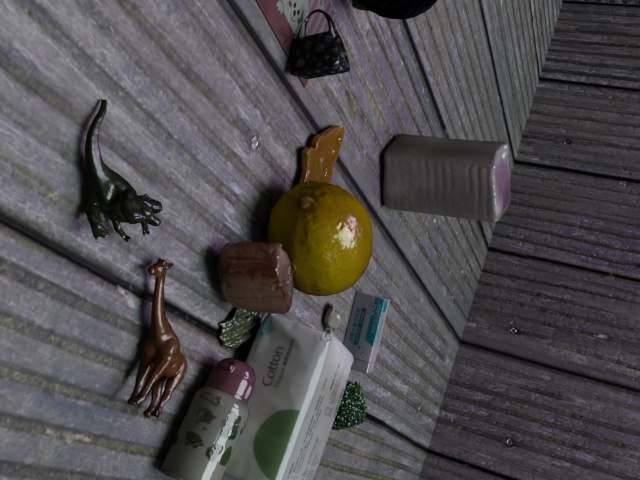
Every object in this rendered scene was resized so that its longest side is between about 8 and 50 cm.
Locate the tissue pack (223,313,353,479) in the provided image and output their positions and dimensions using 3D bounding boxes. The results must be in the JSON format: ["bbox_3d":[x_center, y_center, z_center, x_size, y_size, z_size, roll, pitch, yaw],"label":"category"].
[{"bbox_3d":[-0.078,0.365,1.585,0.266,0.194,0.356,56,53,-65],"label":"tissue pack"}]

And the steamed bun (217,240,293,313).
[{"bbox_3d":[-0.126,0.068,1.410,0.175,0.145,0.106,81,17,-53],"label":"steamed bun"}]

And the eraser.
[{"bbox_3d":[0.129,0.265,2.088,0.052,0.096,0.225,16,87,-65],"label":"eraser"}]

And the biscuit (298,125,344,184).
[{"bbox_3d":[-0.003,-0.181,1.673,0.250,0.035,0.162,-59,155,-32],"label":"biscuit"}]

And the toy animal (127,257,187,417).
[{"bbox_3d":[-0.279,0.171,1.230,0.224,0.066,0.229,68,35,-57],"label":"toy animal"}]

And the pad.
[{"bbox_3d":[-0.045,-0.482,1.473,0.202,0.005,0.300,-68,153,-18],"label":"pad"}]

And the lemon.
[{"bbox_3d":[-0.001,-0.003,1.538,0.236,0.236,0.263,-62,178,-29],"label":"lemon"}]

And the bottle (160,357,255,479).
[{"bbox_3d":[-0.207,0.355,1.410,0.253,0.120,0.120,-65,153,-21],"label":"bottle"}]

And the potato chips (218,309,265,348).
[{"bbox_3d":[-0.151,0.165,1.543,0.207,0.028,0.091,-37,135,-51],"label":"potato chips"}]

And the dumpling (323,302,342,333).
[{"bbox_3d":[0.030,0.206,1.930,0.052,0.057,0.076,-36,116,-3],"label":"dumpling"}]

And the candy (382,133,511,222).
[{"bbox_3d":[0.354,-0.176,2.047,0.145,0.359,0.208,-49,139,-45],"label":"candy"}]

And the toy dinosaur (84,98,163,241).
[{"bbox_3d":[-0.315,-0.091,1.091,0.187,0.087,0.178,69,2,-73],"label":"toy dinosaur"}]

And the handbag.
[{"bbox_3d":[-0.002,-0.407,1.481,0.072,0.115,0.139,5,82,-60],"label":"handbag"}]

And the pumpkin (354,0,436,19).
[{"bbox_3d":[0.154,-0.597,1.613,0.248,0.248,0.248,-39,136,-53],"label":"pumpkin"}]

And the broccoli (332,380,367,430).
[{"bbox_3d":[0.045,0.411,1.942,0.220,0.194,0.194,43,61,-35],"label":"broccoli"}]
